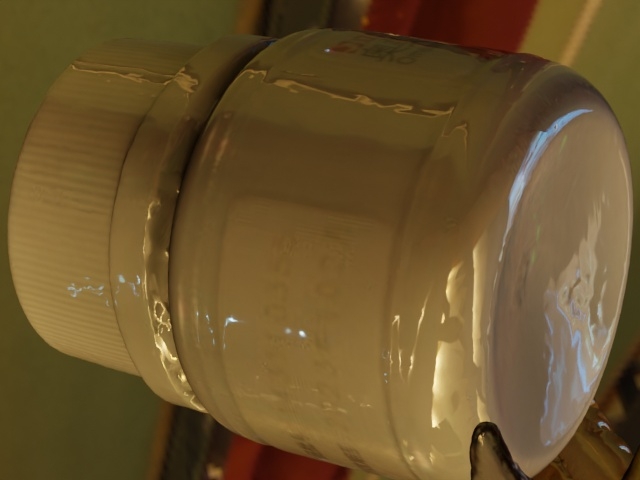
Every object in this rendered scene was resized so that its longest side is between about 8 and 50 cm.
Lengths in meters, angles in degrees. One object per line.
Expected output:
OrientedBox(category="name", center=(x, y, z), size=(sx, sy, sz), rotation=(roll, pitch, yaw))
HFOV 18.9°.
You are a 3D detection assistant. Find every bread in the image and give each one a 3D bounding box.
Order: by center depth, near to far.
OrientedBox(category="bread", center=(0.178, 0.186, 1.447), size=(0.081, 0.225, 0.134), rotation=(35, 105, -35))

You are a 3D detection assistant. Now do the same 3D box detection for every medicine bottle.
OrientedBox(category="medicine bottle", center=(0.000, 0.000, 1.103), size=(0.306, 0.245, 0.245), rotation=(11, 165, 28))

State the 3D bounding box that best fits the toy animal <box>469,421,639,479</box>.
OrientedBox(category="toy animal", center=(0.090, 0.127, 0.798), size=(0.202, 0.070, 0.105), rotation=(-4, 140, -51))
